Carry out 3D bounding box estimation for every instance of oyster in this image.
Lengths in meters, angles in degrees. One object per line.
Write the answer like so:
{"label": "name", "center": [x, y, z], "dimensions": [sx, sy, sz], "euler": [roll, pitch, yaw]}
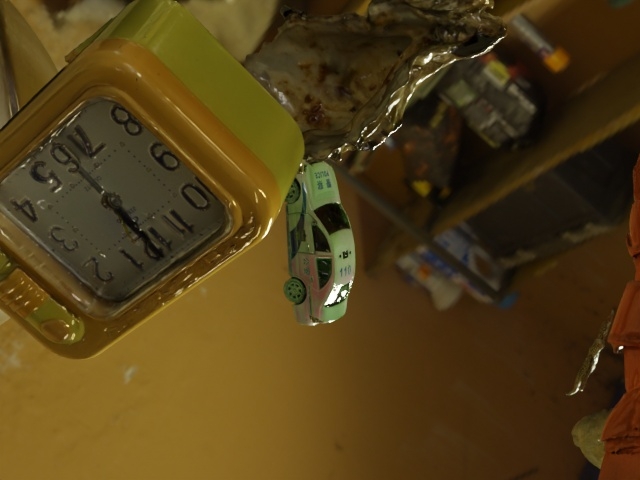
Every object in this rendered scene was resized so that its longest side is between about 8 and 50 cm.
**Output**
{"label": "oyster", "center": [0.048, -0.212, 1.281], "dimensions": [0.337, 0.198, 0.133], "euler": [-32, 169, 25]}

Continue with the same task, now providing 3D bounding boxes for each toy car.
{"label": "toy car", "center": [0.000, 0.000, 1.470], "dimensions": [0.076, 0.224, 0.090], "euler": [3, -169, 32]}

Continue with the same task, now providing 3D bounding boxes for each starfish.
{"label": "starfish", "center": [0.260, 0.109, 1.043], "dimensions": [0.086, 0.016, 0.092], "euler": [-59, 161, -11]}

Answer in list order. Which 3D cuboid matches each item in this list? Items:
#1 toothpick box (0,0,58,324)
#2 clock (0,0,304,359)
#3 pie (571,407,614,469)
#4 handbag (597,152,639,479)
{"label": "toothpick box", "center": [-0.443, -0.089, 1.083], "dimensions": [0.409, 0.409, 0.425], "euler": [-54, 153, -11]}
{"label": "clock", "center": [-0.122, -0.030, 0.641], "dimensions": [0.202, 0.143, 0.096], "euler": [-35, -163, 32]}
{"label": "pie", "center": [0.495, 0.255, 1.460], "dimensions": [0.337, 0.337, 0.075], "euler": [-39, -131, 45]}
{"label": "handbag", "center": [0.410, 0.073, 1.018], "dimensions": [0.303, 0.116, 0.410], "euler": [-16, -127, 48]}
